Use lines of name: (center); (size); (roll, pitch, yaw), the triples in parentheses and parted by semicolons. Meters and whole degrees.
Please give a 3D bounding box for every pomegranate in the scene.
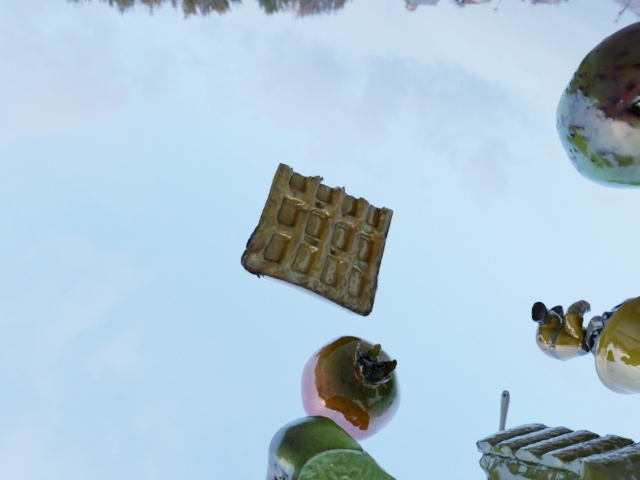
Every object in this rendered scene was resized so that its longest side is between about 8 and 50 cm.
pomegranate: (0.074, 0.307, 0.954); (0.220, 0.257, 0.221); (15, -131, -18)
pomegranate: (0.456, -0.202, 0.650); (0.230, 0.231, 0.286); (23, -154, -1)

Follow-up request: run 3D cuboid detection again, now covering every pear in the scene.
pear: (-0.009, 0.446, 0.755); (0.255, 0.164, 0.238); (45, -110, -11)

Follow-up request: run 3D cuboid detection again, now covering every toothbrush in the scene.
toothbrush: (0.361, 0.427, 0.889); (0.026, 0.022, 0.263); (54, -134, -35)

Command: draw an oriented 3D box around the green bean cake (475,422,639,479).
green bean cake: (0.270, 0.330, 0.466); (0.124, 0.233, 0.236); (-4, -106, -14)

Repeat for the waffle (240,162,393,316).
waffle: (0.001, 0.000, 1.084); (0.348, 0.077, 0.304); (24, -110, -18)

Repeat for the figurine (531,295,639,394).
figurine: (0.534, 0.190, 0.812); (0.192, 0.256, 0.167); (35, -116, -25)
